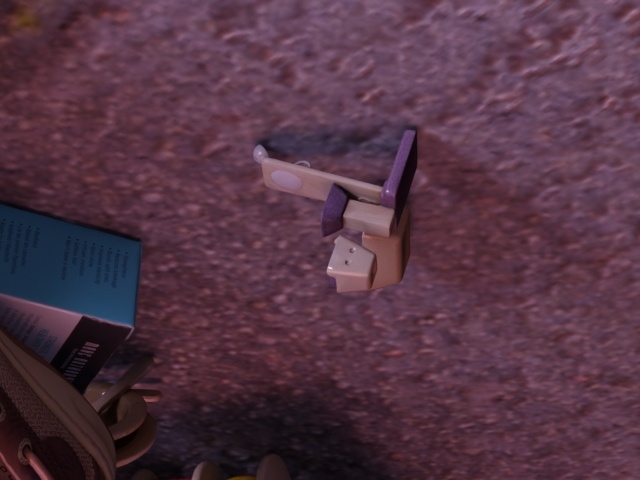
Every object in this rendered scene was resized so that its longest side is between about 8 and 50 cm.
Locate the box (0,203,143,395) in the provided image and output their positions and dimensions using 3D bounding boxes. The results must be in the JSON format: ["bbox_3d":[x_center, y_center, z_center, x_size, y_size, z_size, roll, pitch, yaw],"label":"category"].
[{"bbox_3d":[-0.230,0.017,0.952,0.244,0.060,0.100,16,144,-20],"label":"box"}]

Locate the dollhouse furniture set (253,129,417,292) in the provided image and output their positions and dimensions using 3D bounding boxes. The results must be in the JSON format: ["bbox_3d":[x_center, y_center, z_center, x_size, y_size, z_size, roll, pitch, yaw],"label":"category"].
[{"bbox_3d":[0.000,0.000,0.907,0.081,0.091,0.114,14,152,11],"label":"dollhouse furniture set"}]

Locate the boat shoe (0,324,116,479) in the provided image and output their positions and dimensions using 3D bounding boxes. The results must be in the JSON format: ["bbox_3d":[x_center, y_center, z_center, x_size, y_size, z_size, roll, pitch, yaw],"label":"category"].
[{"bbox_3d":[-0.225,0.078,0.865,0.123,0.123,0.342,-28,127,16],"label":"boat shoe"}]

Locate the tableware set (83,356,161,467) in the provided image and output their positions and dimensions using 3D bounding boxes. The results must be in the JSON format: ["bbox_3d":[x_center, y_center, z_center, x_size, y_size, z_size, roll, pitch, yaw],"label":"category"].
[{"bbox_3d":[-0.197,0.105,1.060,0.194,0.128,0.039,1,114,4],"label":"tableware set"}]

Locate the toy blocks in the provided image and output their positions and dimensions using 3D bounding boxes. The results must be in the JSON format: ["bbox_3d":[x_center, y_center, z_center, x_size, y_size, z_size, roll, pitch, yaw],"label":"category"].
[{"bbox_3d":[-0.082,0.200,1.236,0.148,0.054,0.123,-10,147,21],"label":"toy blocks"}]
